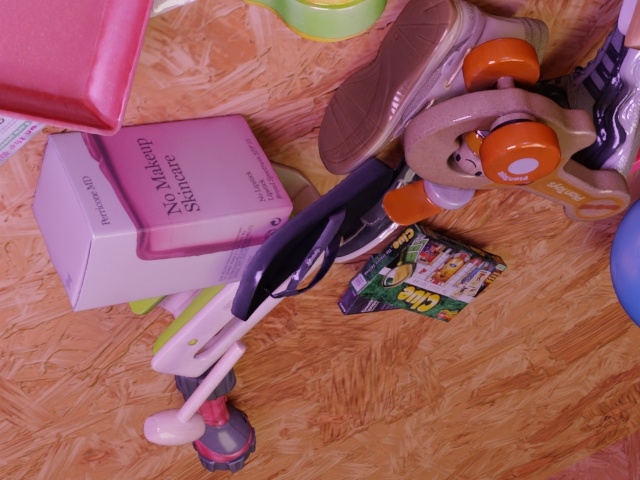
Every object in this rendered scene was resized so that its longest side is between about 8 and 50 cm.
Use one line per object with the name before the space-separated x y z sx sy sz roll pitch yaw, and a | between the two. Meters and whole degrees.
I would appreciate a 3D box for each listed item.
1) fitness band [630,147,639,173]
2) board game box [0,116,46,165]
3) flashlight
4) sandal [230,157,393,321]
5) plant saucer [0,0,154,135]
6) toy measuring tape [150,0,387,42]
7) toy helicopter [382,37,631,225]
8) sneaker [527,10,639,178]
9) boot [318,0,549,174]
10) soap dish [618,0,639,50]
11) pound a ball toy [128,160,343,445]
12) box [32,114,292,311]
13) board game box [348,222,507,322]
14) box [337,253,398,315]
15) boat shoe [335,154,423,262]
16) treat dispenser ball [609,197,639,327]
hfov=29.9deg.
fitness band | 0.454 -0.182 1.703 0.291 0.054 0.209 -37 149 11
board game box | -0.364 -0.157 0.998 0.224 0.097 0.303 -38 148 15
flashlight | -0.154 0.248 1.789 0.103 0.103 0.304 -20 150 -13
sandal | 0.000 -0.001 1.322 0.254 0.054 0.097 -42 162 -24
plant saucer | -0.231 -0.226 0.932 0.258 0.048 0.259 6 101 -54
toy measuring tape | -0.047 -0.228 1.144 0.330 0.121 0.121 -22 149 -13
toy helicopter | 0.231 -0.078 1.396 0.355 0.140 0.235 19 142 -42
sneaker | 0.339 -0.209 1.511 0.101 0.153 0.268 -18 121 -65
boot | 0.132 -0.172 1.408 0.203 0.095 0.262 1 136 -44
soap dish | 0.492 -0.307 1.399 0.291 0.118 0.228 5 107 -43
pound a ball toy | -0.105 0.085 1.477 0.319 0.208 0.136 -44 147 23
box | -0.172 -0.034 1.296 0.232 0.148 0.126 -10 145 -31
board game box | 0.165 0.051 1.781 0.136 0.030 0.260 -43 146 21
box | 0.117 0.063 1.812 0.162 0.029 0.116 -3 141 -36
boat shoe | 0.082 -0.057 1.576 0.079 0.084 0.233 40 122 -18
treat dispenser ball | 0.615 0.037 1.938 0.288 0.288 0.288 -21 149 -13
